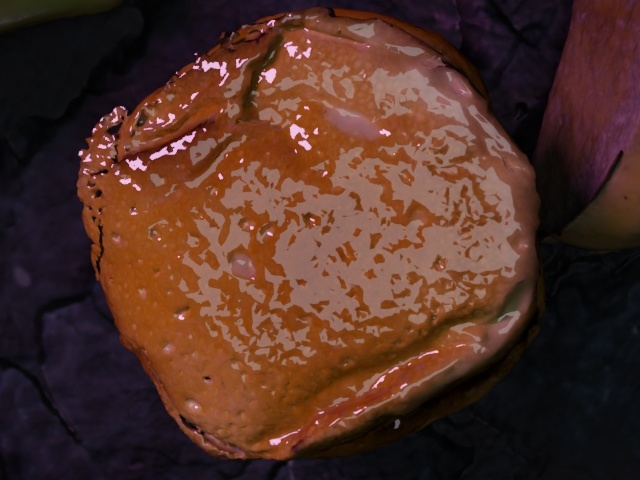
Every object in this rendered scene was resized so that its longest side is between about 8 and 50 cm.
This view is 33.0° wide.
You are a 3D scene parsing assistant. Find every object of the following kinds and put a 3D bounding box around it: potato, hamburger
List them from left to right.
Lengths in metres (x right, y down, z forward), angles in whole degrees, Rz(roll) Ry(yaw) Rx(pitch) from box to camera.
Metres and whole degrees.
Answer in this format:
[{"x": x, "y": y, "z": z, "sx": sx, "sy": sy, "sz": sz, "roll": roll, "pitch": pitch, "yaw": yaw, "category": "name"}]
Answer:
[{"x": 0.000, "y": 0.000, "z": 0.578, "sx": 0.244, "sy": 0.163, "sz": 0.244, "roll": 1, "pitch": 101, "yaw": 4, "category": "hamburger"}, {"x": 0.188, "y": -0.104, "z": 0.578, "sx": 0.098, "sy": 0.138, "sz": 0.243, "roll": 8, "pitch": 105, "yaw": -10, "category": "potato"}]

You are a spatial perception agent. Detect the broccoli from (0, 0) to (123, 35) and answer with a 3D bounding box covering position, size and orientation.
[{"x": -0.248, "y": -0.119, "z": 0.553, "sx": 0.304, "sy": 0.165, "sz": 0.145, "roll": -15, "pitch": 72, "yaw": -14, "category": "broccoli"}]
